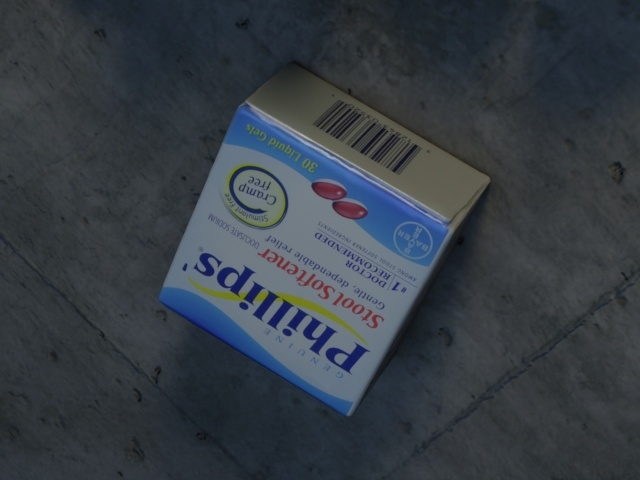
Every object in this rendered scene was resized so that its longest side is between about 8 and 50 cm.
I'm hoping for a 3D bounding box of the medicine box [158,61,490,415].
[{"bbox_3d":[0.000,0.000,1.579,0.263,0.149,0.289,31,123,7],"label":"medicine box"}]
